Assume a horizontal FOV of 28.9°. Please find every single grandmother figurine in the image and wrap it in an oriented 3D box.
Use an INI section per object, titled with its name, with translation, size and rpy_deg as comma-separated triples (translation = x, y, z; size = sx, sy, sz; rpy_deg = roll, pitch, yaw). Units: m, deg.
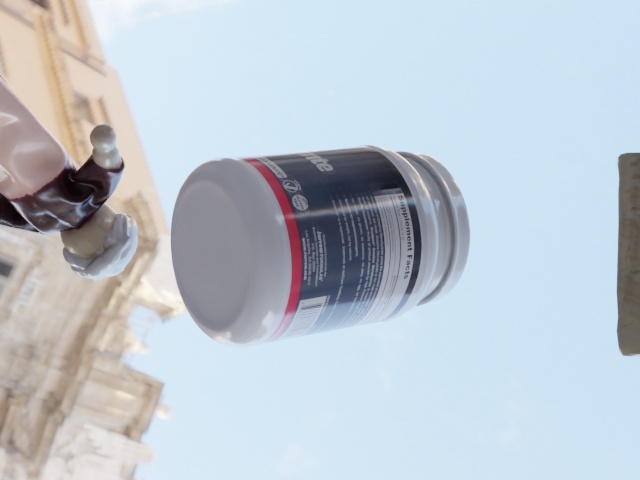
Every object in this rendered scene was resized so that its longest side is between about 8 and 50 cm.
[grandmother figurine]
translation = -0.302, -0.074, 1.329
size = 0.208, 0.342, 0.104
rpy_deg = -12, -131, 23

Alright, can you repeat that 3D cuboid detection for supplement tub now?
[supplement tub]
translation = 0.000, 0.000, 1.291
size = 0.191, 0.272, 0.191
rpy_deg = 14, -73, 52

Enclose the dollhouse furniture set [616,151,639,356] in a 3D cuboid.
[dollhouse furniture set]
translation = 0.314, -0.015, 0.434
size = 0.362, 0.256, 0.394
rpy_deg = -2, -94, 29
